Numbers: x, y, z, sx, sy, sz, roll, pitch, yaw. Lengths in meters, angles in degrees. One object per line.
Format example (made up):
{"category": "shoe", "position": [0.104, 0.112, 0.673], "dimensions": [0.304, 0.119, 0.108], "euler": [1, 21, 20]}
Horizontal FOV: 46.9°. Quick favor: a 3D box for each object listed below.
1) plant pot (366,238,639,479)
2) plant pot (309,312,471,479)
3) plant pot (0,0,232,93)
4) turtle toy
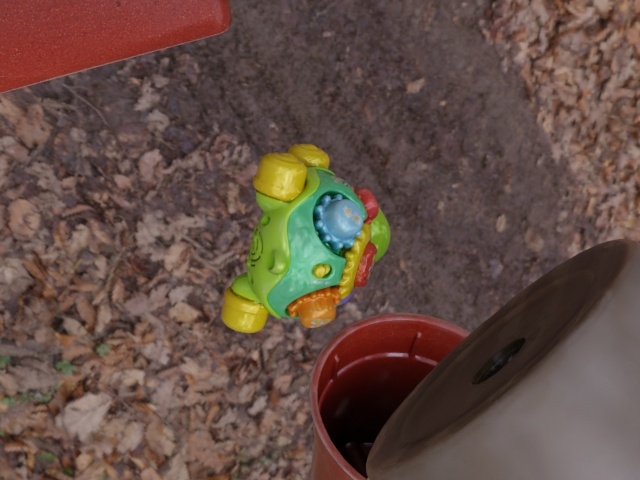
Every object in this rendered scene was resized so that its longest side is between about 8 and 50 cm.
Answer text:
{"category": "plant pot", "position": [0.182, 0.164, 0.387], "dimensions": [0.323, 0.280, 0.323], "euler": [-43, 176, -4]}
{"category": "plant pot", "position": [0.100, 0.282, 0.964], "dimensions": [0.272, 0.272, 0.265], "euler": [-29, 148, -35]}
{"category": "plant pot", "position": [-0.232, -0.292, 0.517], "dimensions": [0.267, 0.267, 0.236], "euler": [-21, 155, -18]}
{"category": "turtle toy", "position": [0.000, 0.000, 0.401], "dimensions": [0.130, 0.066, 0.095], "euler": [-40, 148, -71]}
